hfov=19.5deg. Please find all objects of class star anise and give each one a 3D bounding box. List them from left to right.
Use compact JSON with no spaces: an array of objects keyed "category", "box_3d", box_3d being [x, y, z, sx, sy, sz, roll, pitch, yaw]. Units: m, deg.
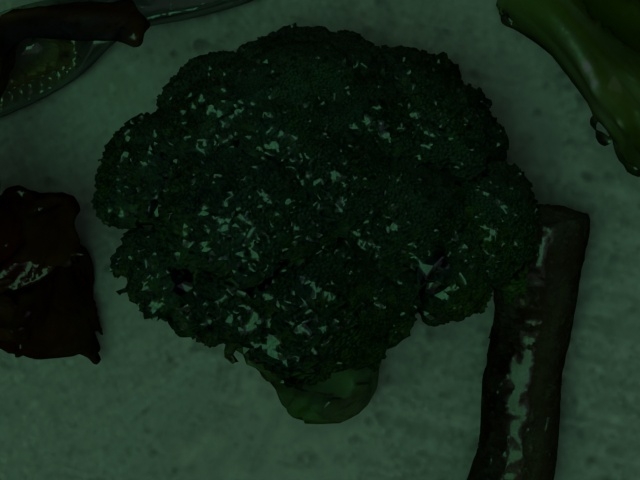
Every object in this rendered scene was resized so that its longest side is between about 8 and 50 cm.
[{"category":"star anise","box_3d":[-0.213,-0.022,1.220,0.237,0.148,0.346,21,123,-26]}]

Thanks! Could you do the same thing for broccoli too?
[{"category":"broccoli","box_3d":[0.000,0.000,1.143,0.270,0.270,0.270,9,133,15]},{"category":"broccoli","box_3d":[0.227,-0.078,1.119,0.304,0.145,0.165,41,117,19]}]

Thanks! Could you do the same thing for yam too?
[{"category":"yam","box_3d":[0.128,0.103,1.197,0.061,0.061,0.253,11,102,15]}]

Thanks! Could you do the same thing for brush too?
[{"category":"brush","box_3d":[-0.172,-0.141,1.253,0.296,0.060,0.068,-20,89,19]}]
